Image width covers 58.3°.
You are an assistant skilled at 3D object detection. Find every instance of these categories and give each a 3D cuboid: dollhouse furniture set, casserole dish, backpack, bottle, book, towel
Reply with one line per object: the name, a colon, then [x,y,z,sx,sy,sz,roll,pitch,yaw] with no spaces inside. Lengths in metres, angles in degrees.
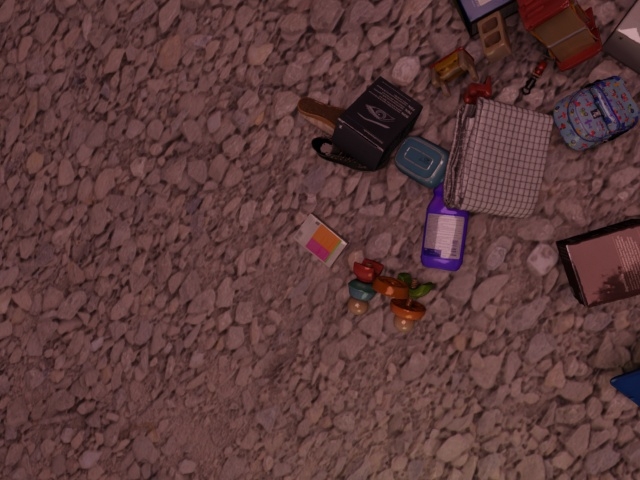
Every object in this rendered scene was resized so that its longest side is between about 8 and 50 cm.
dollhouse furniture set: [0.484,-0.493,1.460,0.374,0.201,0.152,-25,51,36]
casserole dish: [0.275,-0.221,1.573,0.188,0.037,0.114,39,104,37]
backpack: [0.681,-0.314,1.436,0.173,0.117,0.158,-22,87,-20]
bottle: [0.347,-0.062,1.576,0.118,0.092,0.283,7,94,15]
book: [0.000,0.000,1.698,0.144,0.035,0.096,40,104,9]
towel: [0.450,-0.209,1.485,0.234,0.121,0.284,6,96,-19]

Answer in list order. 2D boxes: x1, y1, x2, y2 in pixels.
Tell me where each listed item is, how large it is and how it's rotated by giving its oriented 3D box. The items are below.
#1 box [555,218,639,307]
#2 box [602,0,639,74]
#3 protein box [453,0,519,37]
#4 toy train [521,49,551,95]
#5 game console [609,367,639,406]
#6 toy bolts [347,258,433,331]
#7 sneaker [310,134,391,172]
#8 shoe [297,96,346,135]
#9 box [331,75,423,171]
box: [0.732,0.054,1.447,0.203,0.168,0.167,-18,89,14]
box: [0.889,-0.570,1.375,0.215,0.168,0.345,37,100,9]
protein box: [0.443,-0.685,1.495,0.201,0.136,0.200,-25,87,14]
toy train: [0.585,-0.460,1.523,0.027,0.036,0.158,32,100,10]
game console: [0.888,0.301,1.415,0.293,0.173,0.250,34,72,-29]
toy bolts: [0.164,0.164,1.592,0.228,0.218,0.159,22,105,30]
sneaker: [0.083,-0.242,1.618,0.221,0.118,0.083,10,95,13]
shoe: [0.034,-0.348,1.663,0.219,0.058,0.077,27,68,7]
box: [0.152,-0.315,1.553,0.153,0.108,0.207,39,65,9]
